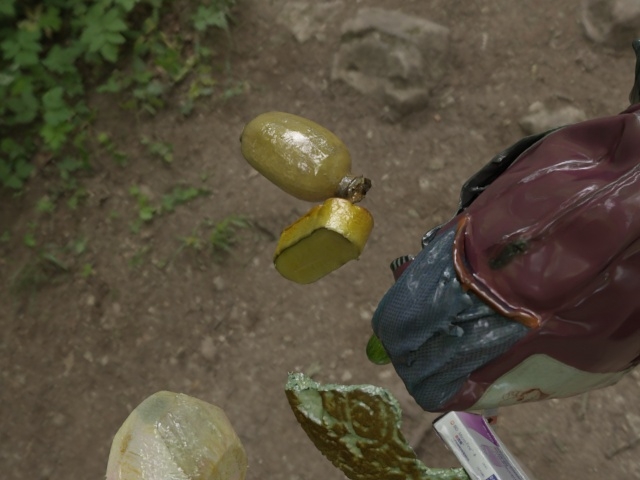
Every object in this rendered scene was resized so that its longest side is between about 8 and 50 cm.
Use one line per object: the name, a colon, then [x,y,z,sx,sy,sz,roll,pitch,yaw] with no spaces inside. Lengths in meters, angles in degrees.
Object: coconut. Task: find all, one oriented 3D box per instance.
coconut: [-0.245,0.371,1.285,0.236,0.197,0.237,-7,76,29]

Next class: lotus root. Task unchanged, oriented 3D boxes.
lotus root: [-0.045,-0.165,1.494,0.303,0.131,0.146,32,90,26]

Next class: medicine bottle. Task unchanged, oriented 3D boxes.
medicine bottle: [0.289,0.385,1.307,0.052,0.171,0.201,-43,58,14]

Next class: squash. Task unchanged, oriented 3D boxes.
squash: [0.164,0.130,1.351,0.239,0.069,0.069,-52,29,17]

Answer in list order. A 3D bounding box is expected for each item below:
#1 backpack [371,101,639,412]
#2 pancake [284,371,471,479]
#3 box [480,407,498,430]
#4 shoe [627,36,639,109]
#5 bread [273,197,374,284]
backpack: [0.221,-0.002,0.631,0.197,0.283,0.317,56,130,25]
pancake: [0.088,0.328,1.318,0.054,0.376,0.197,-29,-33,-55]
box: [0.432,0.454,1.961,0.046,0.083,0.012,-6,25,-15]
shoe: [0.452,-0.169,0.997,0.099,0.227,0.112,-20,40,-5]
bread: [0.000,0.000,1.347,0.245,0.102,0.094,-34,27,56]
